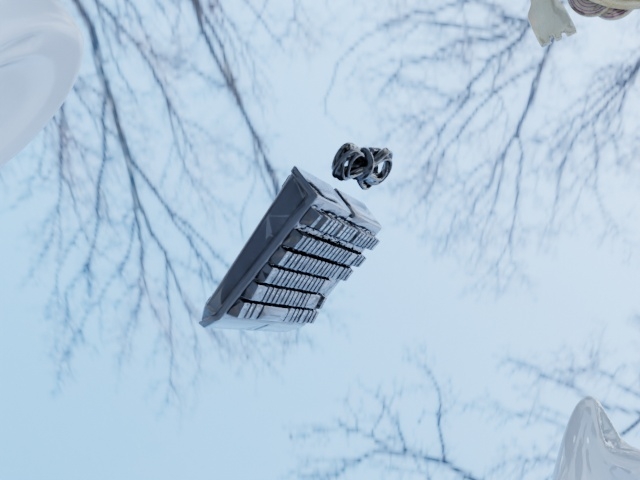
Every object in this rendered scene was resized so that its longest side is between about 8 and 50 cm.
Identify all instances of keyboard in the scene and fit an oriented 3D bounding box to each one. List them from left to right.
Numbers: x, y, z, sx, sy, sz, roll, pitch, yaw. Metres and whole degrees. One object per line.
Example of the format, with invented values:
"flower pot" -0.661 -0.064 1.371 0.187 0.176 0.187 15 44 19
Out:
"keyboard" 0.000 0.000 0.751 0.023 0.180 0.108 33 -87 10

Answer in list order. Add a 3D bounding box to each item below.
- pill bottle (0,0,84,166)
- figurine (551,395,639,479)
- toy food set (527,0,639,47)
"pill bottle" -0.176 -0.104 0.603 0.094 0.094 0.169 -39 -106 -16
"figurine" 0.133 0.196 0.644 0.092 0.215 0.209 -9 -136 34
"toy food set" 0.228 -0.205 1.134 0.192 0.038 0.132 -21 -124 4
